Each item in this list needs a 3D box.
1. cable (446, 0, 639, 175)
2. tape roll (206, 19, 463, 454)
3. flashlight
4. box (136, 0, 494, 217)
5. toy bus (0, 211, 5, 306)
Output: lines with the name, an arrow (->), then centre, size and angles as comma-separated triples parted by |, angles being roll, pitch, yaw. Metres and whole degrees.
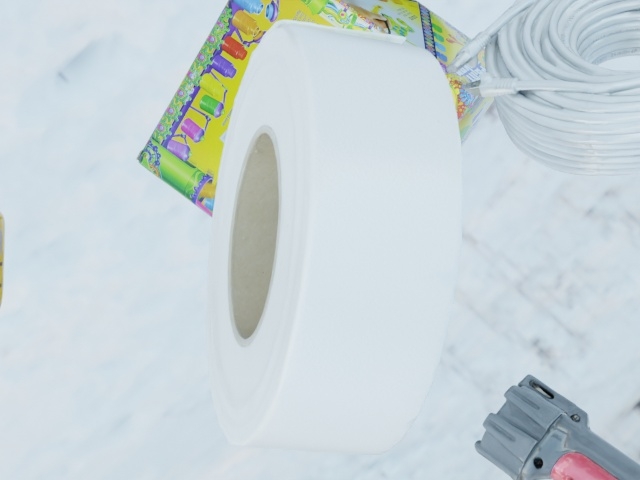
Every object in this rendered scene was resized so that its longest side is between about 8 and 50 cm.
cable -> 0.271, -0.155, 1.300 | 0.257, 0.257, 0.089 | -46, 139, -33
tape roll -> 0.000, 0.000, 1.023 | 0.100, 0.286, 0.286 | 6, 141, -15
flashlight -> 0.287, 0.260, 1.459 | 0.103, 0.304, 0.103 | -21, 138, -54
box -> 0.005, -0.137, 1.665 | 0.290, 0.279, 0.177 | -56, 172, 24
toy bus -> -0.362, 0.037, 1.253 | 0.332, 0.108, 0.130 | -27, 122, -82
